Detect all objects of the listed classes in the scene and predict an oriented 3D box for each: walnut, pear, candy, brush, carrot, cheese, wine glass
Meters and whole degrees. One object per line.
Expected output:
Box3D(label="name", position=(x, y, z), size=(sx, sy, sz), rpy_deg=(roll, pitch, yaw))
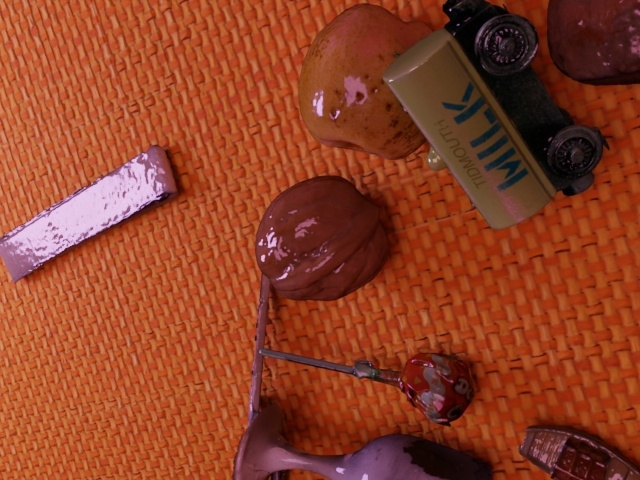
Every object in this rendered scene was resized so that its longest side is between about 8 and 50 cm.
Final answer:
Box3D(label="walnut", position=(0.000, 0.000, 0.985), size=(0.167, 0.149, 0.166), rpy_deg=(-1, 118, -2))
Box3D(label="pear", position=(0.059, -0.179, 0.909), size=(0.178, 0.178, 0.178), rpy_deg=(7, 104, 28))
Box3D(label="candy", position=(0.051, 0.169, 1.016), size=(0.288, 0.078, 0.084), rpy_deg=(6, 76, 23))
Box3D(label="brush", position=(-0.085, 0.182, 1.113), size=(0.020, 0.085, 0.336), rpy_deg=(5, 101, -4))
Box3D(label="carrot", position=(0.366, -0.213, 0.743), size=(0.302, 0.139, 0.138), rpy_deg=(-1, 100, 23))
Box3D(label="cheese", position=(-0.369, -0.034, 1.244), size=(0.400, 0.034, 0.085), rpy_deg=(-24, 84, 30))
Box3D(label="wine glass", position=(0.053, 0.301, 1.014), size=(0.321, 0.143, 0.143), rpy_deg=(8, 105, 20))

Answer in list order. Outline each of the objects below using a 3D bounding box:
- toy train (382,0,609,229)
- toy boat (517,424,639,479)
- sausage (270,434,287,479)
Box3D(label="toy train", position=(0.175, -0.123, 0.828), size=(0.157, 0.105, 0.253), rpy_deg=(-36, 113, 11))
Box3D(label="toy boat", position=(0.309, 0.262, 0.911), size=(0.172, 0.066, 0.065), rpy_deg=(25, 109, 21))
Box3D(label="sausage", position=(-0.060, 0.362, 1.160), size=(0.025, 0.028, 0.198), rpy_deg=(11, 105, 37))
